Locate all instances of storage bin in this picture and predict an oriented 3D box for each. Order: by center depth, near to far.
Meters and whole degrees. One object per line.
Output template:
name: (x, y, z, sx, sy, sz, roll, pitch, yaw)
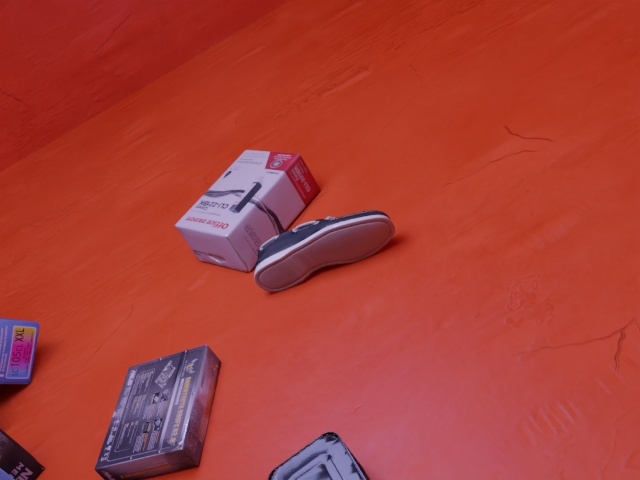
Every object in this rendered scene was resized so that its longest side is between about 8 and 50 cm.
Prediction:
storage bin: (0.019, 0.365, 0.964, 0.122, 0.084, 0.180, -34, 34, -5)

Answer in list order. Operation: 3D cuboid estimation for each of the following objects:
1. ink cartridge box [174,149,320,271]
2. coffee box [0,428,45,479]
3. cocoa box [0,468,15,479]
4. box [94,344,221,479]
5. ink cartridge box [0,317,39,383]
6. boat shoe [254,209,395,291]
ink cartridge box: (-0.166, -0.074, 1.623, 0.197, 0.114, 0.273, 10, 53, 44)
coffee box: (-0.679, 0.469, 1.289, 0.119, 0.168, 0.297, 11, 51, 44)
cocoa box: (-0.591, 0.451, 1.084, 0.231, 0.347, 0.228, -5, 42, 33)
box: (-0.287, 0.310, 1.288, 0.183, 0.056, 0.231, -18, 37, 18)
ink cartridge box: (-0.856, 0.224, 1.524, 0.270, 0.395, 0.151, -2, 80, 35)
boat shoe: (0.000, 0.000, 1.408, 0.303, 0.114, 0.091, -20, 42, 15)
